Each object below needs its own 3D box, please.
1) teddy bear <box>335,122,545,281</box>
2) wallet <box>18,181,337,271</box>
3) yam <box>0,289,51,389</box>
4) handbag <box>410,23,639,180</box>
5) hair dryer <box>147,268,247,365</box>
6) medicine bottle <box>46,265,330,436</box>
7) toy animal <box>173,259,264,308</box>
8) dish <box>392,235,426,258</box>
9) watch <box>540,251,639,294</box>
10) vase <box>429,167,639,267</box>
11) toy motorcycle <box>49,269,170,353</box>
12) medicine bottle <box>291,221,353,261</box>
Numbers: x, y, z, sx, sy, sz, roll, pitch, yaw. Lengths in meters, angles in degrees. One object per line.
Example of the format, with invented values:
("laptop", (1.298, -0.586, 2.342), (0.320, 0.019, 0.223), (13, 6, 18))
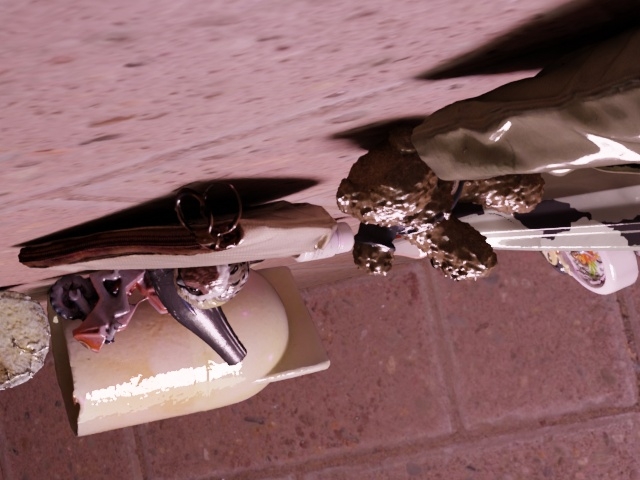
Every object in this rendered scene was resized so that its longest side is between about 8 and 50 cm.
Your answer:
("teddy bear", (0.097, -0.043, 1.269), (0.129, 0.182, 0.251), (32, -175, 33))
("wallet", (-0.140, -0.006, 1.444), (0.335, 0.068, 0.274), (-8, 175, 36))
("yam", (-0.516, 0.154, 1.888), (0.254, 0.154, 0.154), (-11, 177, 38))
("handbag", (0.254, -0.105, 0.994), (0.315, 0.109, 0.253), (-10, 179, -36))
("hair dryer", (-0.110, 0.054, 1.862), (0.219, 0.195, 0.075), (-36, -156, 6))
("medicine bottle", (-0.208, 0.153, 2.086), (0.406, 0.236, 0.235), (-10, 175, -17))
("toy animal", (-0.131, 0.034, 1.772), (0.137, 0.098, 0.098), (-23, 178, -12))
("dish", (0.166, -0.025, 1.901), (0.212, 0.077, 0.151), (-17, 172, 43))
("watch", (0.412, -0.058, 1.813), (0.231, 0.196, 0.244), (-33, 180, -12))
("vase", (0.302, -0.051, 1.582), (0.360, 0.165, 0.165), (-8, 175, 0))
("toy motorcycle", (-0.275, 0.093, 1.895), (0.212, 0.118, 0.084), (-11, 163, -20))
("medicine bottle", (0.000, 0.000, 1.909), (0.089, 0.052, 0.052), (-9, 174, -32))
